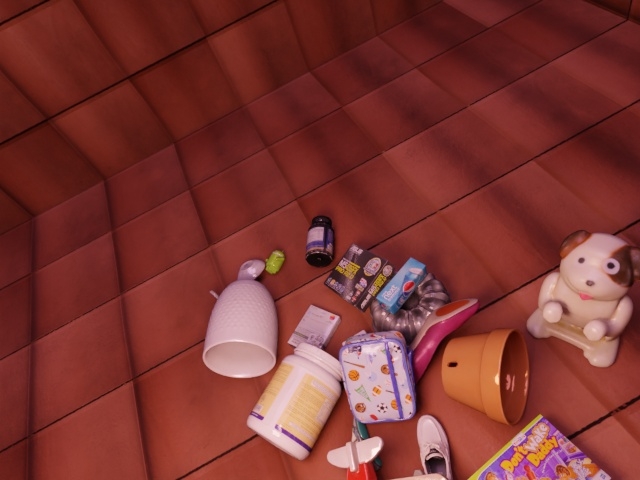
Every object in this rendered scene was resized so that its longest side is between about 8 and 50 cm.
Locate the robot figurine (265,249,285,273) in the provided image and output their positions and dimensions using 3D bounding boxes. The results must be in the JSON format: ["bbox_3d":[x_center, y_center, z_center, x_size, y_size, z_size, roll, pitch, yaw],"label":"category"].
[{"bbox_3d":[-0.204,0.095,2.166,0.101,0.067,0.115,-13,43,54],"label":"robot figurine"}]

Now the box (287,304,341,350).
[{"bbox_3d":[-0.024,0.365,1.908,0.145,0.038,0.186,18,63,30],"label":"box"}]

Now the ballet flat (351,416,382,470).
[{"bbox_3d":[0.138,0.681,1.589,0.070,0.070,0.188,-26,46,0],"label":"ballet flat"}]

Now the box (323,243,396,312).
[{"bbox_3d":[0.150,0.143,1.906,0.216,0.060,0.270,-54,30,-4],"label":"box"}]

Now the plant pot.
[{"bbox_3d":[0.521,0.422,1.520,0.203,0.291,0.291,-4,51,39],"label":"plant pot"}]

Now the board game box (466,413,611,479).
[{"bbox_3d":[0.598,0.701,1.349,0.347,0.078,0.233,-32,48,-17],"label":"board game box"}]

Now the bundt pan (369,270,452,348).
[{"bbox_3d":[0.338,0.241,1.812,0.330,0.124,0.331,-10,52,13],"label":"bundt pan"}]

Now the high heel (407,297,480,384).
[{"bbox_3d":[0.411,0.349,1.641,0.377,0.181,0.127,-33,5,18],"label":"high heel"}]

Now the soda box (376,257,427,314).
[{"bbox_3d":[0.303,0.167,1.756,0.071,0.067,0.210,31,70,36],"label":"soda box"}]

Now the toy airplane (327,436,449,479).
[{"bbox_3d":[0.147,0.783,1.382,0.384,0.272,0.386,-50,31,-20],"label":"toy airplane"}]

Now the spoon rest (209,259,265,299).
[{"bbox_3d":[-0.365,0.181,2.155,0.276,0.084,0.137,-38,29,-21],"label":"spoon rest"}]

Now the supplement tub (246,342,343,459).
[{"bbox_3d":[-0.074,0.550,1.649,0.240,0.241,0.331,18,62,31],"label":"supplement tub"}]

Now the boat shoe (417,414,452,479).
[{"bbox_3d":[0.356,0.675,1.489,0.096,0.088,0.268,-10,51,13],"label":"boat shoe"}]

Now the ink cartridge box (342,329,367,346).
[{"bbox_3d":[0.169,0.436,1.763,0.104,0.062,0.181,-31,50,-3],"label":"ink cartridge box"}]

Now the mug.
[{"bbox_3d":[-0.337,0.355,1.912,0.374,0.276,0.328,-37,36,32],"label":"mug"}]

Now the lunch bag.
[{"bbox_3d":[0.201,0.453,1.600,0.243,0.304,0.115,-10,6,18],"label":"lunch bag"}]

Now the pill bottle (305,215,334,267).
[{"bbox_3d":[0.000,0.000,2.127,0.122,0.123,0.219,-7,51,15],"label":"pill bottle"}]

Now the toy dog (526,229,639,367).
[{"bbox_3d":[0.866,0.151,1.493,0.395,0.408,0.284,-43,52,-14],"label":"toy dog"}]
